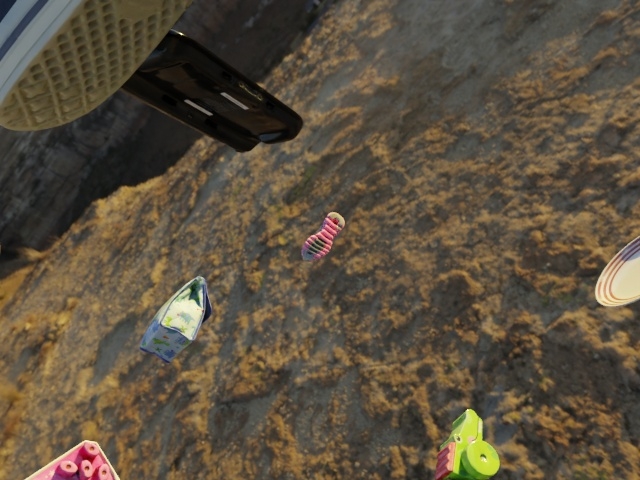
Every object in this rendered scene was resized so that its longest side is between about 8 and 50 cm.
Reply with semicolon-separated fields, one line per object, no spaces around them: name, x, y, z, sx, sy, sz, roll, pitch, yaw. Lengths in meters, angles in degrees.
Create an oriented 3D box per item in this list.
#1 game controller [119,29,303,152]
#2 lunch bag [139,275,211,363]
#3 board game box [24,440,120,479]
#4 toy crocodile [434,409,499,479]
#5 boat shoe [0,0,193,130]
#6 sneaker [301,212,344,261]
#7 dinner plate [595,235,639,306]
game controller;-0.163;-0.208;0.838;0.166;0.319;0.067;-10;73;30
lunch bag;-0.296;0.161;1.218;0.129;0.096;0.151;-42;25;39
board game box;-0.395;0.554;0.819;0.390;0.390;0.050;-30;-9;-39
toy crocodile;0.242;0.462;1.036;0.115;0.105;0.341;116;174;-49
boat shoe;-0.129;-0.288;0.446;0.500;0.156;0.187;-35;-5;23
sneaker;0.000;0.000;1.124;0.119;0.047;0.057;-49;5;-29
dinner plate;0.418;0.035;0.752;0.141;0.017;0.141;-50;4;5
